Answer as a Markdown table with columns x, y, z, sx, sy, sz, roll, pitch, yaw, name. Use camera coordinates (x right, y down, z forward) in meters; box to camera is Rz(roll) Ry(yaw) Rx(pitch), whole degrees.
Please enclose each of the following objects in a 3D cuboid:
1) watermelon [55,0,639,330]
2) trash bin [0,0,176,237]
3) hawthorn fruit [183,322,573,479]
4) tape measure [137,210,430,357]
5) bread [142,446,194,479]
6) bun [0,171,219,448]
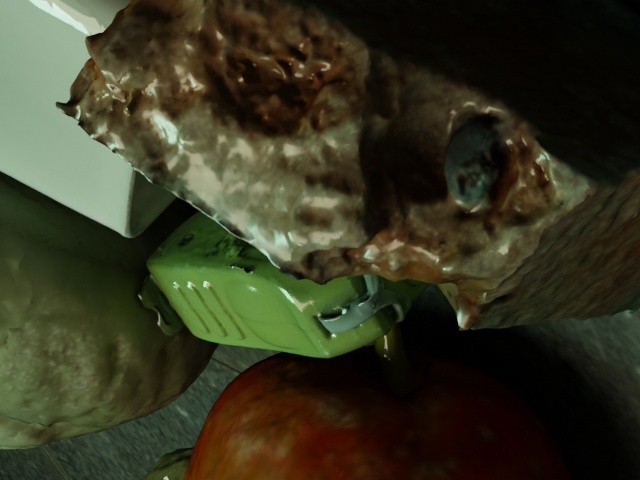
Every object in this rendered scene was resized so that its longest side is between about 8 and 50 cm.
| x | y | z | sx | sy | sz | roll | pitch | yaw | name |
| --- | --- | --- | --- | --- | --- | --- | --- | --- | --- |
| 0.065 | -0.068 | 0.865 | 0.264 | 0.302 | 0.151 | 37 | 110 | 16 | watermelon |
| -0.191 | -0.201 | 1.009 | 0.367 | 0.256 | 0.296 | 33 | 143 | 13 | trash bin |
| 0.034 | 0.172 | 1.123 | 0.287 | 0.287 | 0.330 | 10 | 102 | 48 | hawthorn fruit |
| 0.000 | 0.000 | 1.056 | 0.177 | 0.154 | 0.087 | 9 | 137 | 47 | tape measure |
| -0.074 | 0.274 | 1.452 | 0.230 | 0.123 | 0.230 | 36 | 149 | 26 | bread |
| -0.247 | 0.019 | 1.203 | 0.365 | 0.365 | 0.219 | 32 | 103 | 27 | bun |
